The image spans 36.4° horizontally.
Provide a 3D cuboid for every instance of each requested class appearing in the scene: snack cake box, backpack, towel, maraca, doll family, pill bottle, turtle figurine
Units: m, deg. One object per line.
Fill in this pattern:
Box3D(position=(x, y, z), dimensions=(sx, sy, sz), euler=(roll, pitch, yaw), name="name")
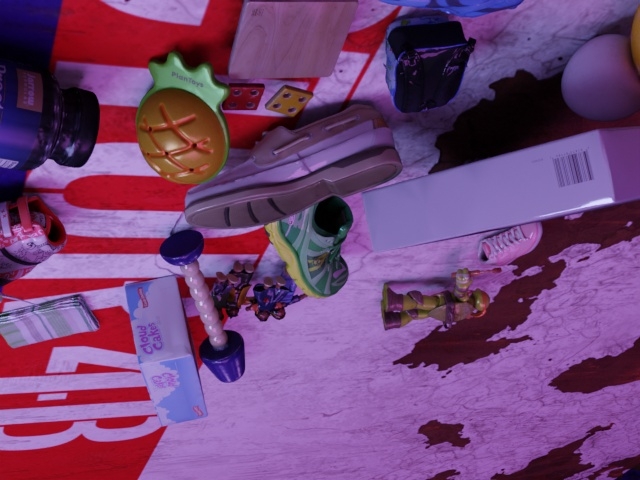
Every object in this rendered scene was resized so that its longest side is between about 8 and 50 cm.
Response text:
Box3D(position=(-0.259, 0.194, 1.656), dimensions=(0.089, 0.152, 0.264), euler=(-11, 148, -7), name="snack cake box")
Box3D(position=(0.131, -0.224, 1.228), dimensions=(0.105, 0.084, 0.114), euler=(-9, 143, -9), name="backpack")
Box3D(position=(-0.453, 0.140, 1.607), dimensions=(0.152, 0.023, 0.113), euler=(-14, 148, -3), name="towel")
Box3D(position=(-0.169, -0.147, 1.204), dimensions=(0.127, 0.099, 0.186), euler=(18, 131, 5), name="maraca")
Box3D(position=(-0.109, 0.095, 1.630), dimensions=(0.193, 0.076, 0.111), euler=(7, 124, -15), name="doll family")
Box3D(position=(-0.368, -0.145, 1.093), dimensions=(0.219, 0.123, 0.123), euler=(8, 142, -35), name="pill bottle")
Box3D(position=(0.225, 0.125, 1.820), dimensions=(0.217, 0.087, 0.269), euler=(-6, 161, -3), name="turtle figurine")

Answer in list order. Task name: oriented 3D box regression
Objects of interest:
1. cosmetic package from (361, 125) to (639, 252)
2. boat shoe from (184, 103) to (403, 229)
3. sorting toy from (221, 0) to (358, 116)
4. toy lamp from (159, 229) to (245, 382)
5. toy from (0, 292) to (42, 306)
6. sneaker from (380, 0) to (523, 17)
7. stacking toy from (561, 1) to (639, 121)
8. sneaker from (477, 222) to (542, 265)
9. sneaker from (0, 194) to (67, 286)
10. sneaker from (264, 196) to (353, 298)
Box3D(position=(0.290, -0.072, 1.331), dimensions=(0.377, 0.097, 0.284), euler=(-13, 180, 44), name="cosmetic package")
Box3D(position=(-0.046, -0.099, 1.332), dimensions=(0.302, 0.103, 0.113), euler=(-16, 162, -2), name="boat shoe")
Box3D(position=(-0.040, -0.245, 1.149), dimensions=(0.132, 0.046, 0.274), euler=(-4, 151, -18), name="sorting toy")
Box3D(position=(-0.180, 0.113, 1.538), dimensions=(0.080, 0.080, 0.275), euler=(-17, 123, 2), name="toy lamp")
Box3D(position=(-0.502, 0.075, 1.321), dimensions=(0.237, 0.056, 0.137), euler=(12, 171, 44), name="toy")
Box3D(position=(0.151, -0.290, 1.148), dimensions=(0.209, 0.069, 0.082), euler=(-8, 152, -14), name="sneaker")
Box3D(position=(0.513, -0.254, 1.202), dimensions=(0.350, 0.351, 0.480), euler=(16, 152, -41), name="stacking toy")
Box3D(position=(0.329, 0.006, 1.717), dimensions=(0.070, 0.051, 0.134), euler=(-1, 150, -33), name="sneaker")
Box3D(position=(-0.457, -0.027, 1.279), dimensions=(0.145, 0.090, 0.270), euler=(-27, 150, 17), name="sneaker")
Box3D(position=(0.000, 0.000, 1.504), dimensions=(0.123, 0.109, 0.295), euler=(-17, 149, 10), name="sneaker")
